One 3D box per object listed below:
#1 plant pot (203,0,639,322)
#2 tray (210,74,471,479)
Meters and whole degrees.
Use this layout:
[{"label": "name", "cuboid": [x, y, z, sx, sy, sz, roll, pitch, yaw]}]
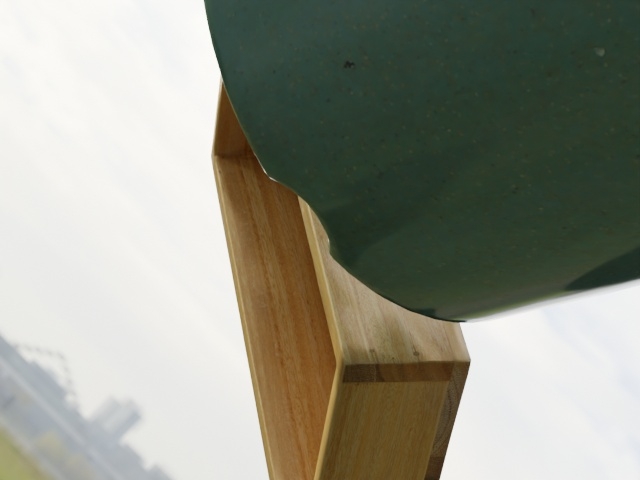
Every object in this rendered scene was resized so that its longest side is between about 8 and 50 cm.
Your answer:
[{"label": "plant pot", "cuboid": [0.152, -0.130, 0.726, 0.334, 0.341, 0.341, -23, -62, 37]}, {"label": "tray", "cuboid": [0.000, 0.000, 1.126, 0.411, 0.076, 0.203, -102, -163, -47]}]
